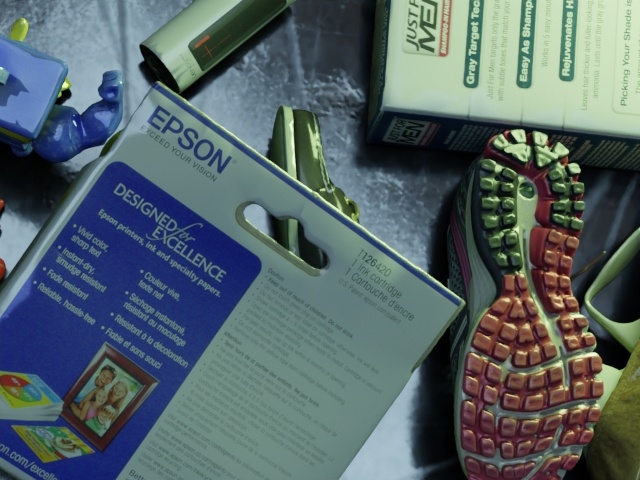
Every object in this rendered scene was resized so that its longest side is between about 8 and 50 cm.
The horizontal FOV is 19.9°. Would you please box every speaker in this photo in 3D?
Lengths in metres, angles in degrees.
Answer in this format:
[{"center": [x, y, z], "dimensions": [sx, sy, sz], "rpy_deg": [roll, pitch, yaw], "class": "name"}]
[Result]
[{"center": [-0.087, -0.185, 1.546], "dimensions": [0.136, 0.055, 0.055], "rpy_deg": [-40, 85, -13], "class": "speaker"}]

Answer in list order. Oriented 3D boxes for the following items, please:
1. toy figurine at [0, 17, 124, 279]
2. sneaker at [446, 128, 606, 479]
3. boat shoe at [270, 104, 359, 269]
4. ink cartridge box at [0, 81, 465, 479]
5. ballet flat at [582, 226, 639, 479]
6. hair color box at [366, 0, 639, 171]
[{"center": [-0.240, -0.078, 1.422], "dimensions": [0.362, 0.217, 0.191], "rpy_deg": [25, 76, 0], "class": "toy figurine"}, {"center": [0.158, 0.066, 1.482], "dimensions": [0.121, 0.112, 0.299], "rpy_deg": [9, 72, -14], "class": "sneaker"}, {"center": [0.000, 0.000, 1.506], "dimensions": [0.069, 0.081, 0.228], "rpy_deg": [-4, 86, -9], "class": "boat shoe"}, {"center": [-0.098, 0.086, 1.409], "dimensions": [0.303, 0.072, 0.307], "rpy_deg": [36, 87, -15], "class": "ink cartridge box"}, {"center": [0.269, 0.087, 1.509], "dimensions": [0.124, 0.116, 0.342], "rpy_deg": [19, 75, 19], "class": "ballet flat"}, {"center": [0.220, -0.158, 1.549], "dimensions": [0.347, 0.105, 0.174], "rpy_deg": [6, 77, -6], "class": "hair color box"}]
